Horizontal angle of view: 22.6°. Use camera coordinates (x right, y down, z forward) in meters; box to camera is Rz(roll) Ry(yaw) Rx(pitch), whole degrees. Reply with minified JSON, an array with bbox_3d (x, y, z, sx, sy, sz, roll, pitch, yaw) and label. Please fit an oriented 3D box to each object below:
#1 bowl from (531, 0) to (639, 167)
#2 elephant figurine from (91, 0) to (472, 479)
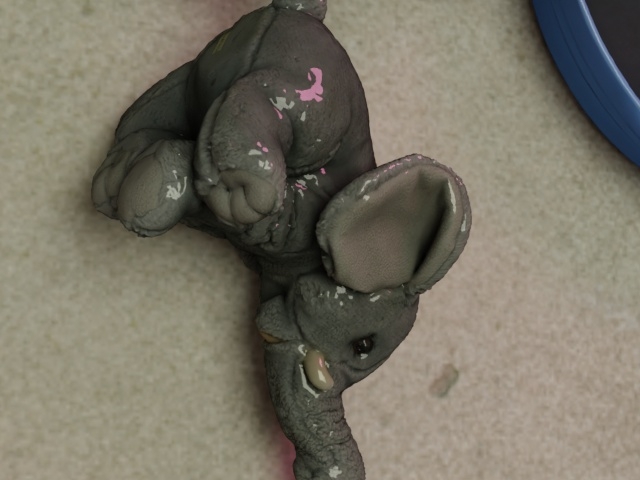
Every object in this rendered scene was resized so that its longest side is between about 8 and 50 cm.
[{"bbox_3d":[0.308,-0.203,1.097,0.391,0.077,0.391,3,82,-25],"label":"bowl"},{"bbox_3d":[0.000,0.000,0.906,0.239,0.186,0.169,45,25,-25],"label":"elephant figurine"}]
